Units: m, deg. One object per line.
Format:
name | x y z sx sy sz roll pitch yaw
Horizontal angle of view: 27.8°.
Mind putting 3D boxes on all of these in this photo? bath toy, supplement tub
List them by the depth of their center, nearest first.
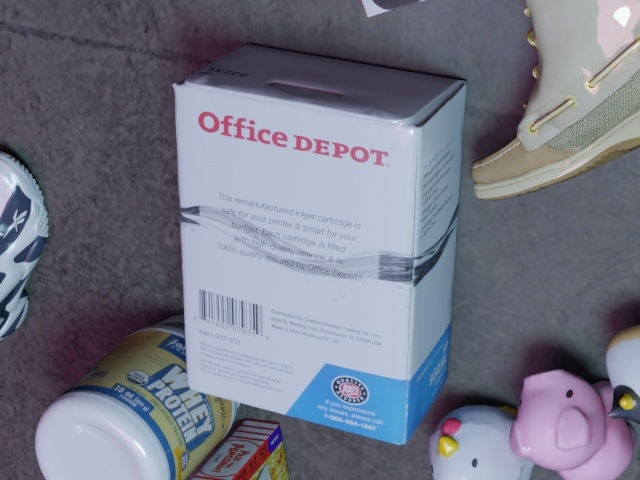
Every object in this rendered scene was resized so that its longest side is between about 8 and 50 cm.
bath toy | 0.232 0.164 1.114 0.348 0.129 0.151 -23 102 35
supplement tub | -0.171 0.172 1.283 0.144 0.200 0.144 12 120 22

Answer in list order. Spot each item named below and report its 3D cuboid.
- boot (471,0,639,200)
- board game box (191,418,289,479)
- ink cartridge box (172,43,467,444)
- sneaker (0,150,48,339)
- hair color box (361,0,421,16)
boot | 0.181 -0.154 1.004 0.262 0.095 0.203 -29 88 52
board game box | -0.079 0.306 1.335 0.045 0.147 0.193 4 116 26
ink cartridge box | 0.000 0.000 1.151 0.223 0.129 0.307 13 119 22
sneaker | -0.370 0.031 1.345 0.094 0.153 0.235 29 124 10
hair color box | 0.052 -0.261 1.047 0.072 0.043 0.141 -12 109 31
